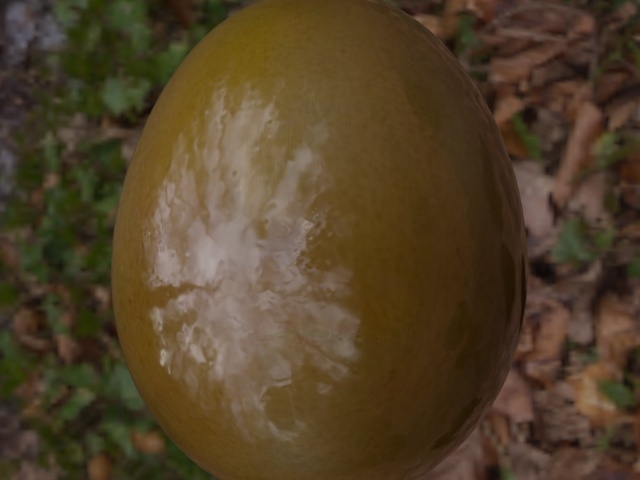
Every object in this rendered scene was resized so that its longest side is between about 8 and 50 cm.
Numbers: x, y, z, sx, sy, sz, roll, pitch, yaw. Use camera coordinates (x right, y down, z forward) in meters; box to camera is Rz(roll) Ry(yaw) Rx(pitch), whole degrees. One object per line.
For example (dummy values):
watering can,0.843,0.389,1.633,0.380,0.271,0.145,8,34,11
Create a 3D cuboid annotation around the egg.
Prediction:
egg,0.000,0.000,1.061,0.250,0.250,0.322,-19,59,40
